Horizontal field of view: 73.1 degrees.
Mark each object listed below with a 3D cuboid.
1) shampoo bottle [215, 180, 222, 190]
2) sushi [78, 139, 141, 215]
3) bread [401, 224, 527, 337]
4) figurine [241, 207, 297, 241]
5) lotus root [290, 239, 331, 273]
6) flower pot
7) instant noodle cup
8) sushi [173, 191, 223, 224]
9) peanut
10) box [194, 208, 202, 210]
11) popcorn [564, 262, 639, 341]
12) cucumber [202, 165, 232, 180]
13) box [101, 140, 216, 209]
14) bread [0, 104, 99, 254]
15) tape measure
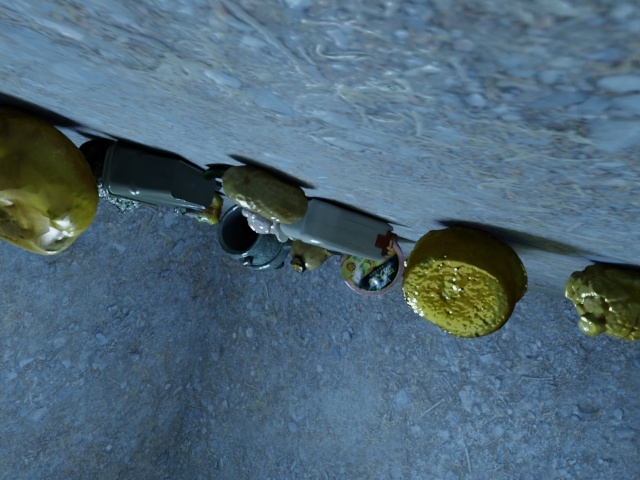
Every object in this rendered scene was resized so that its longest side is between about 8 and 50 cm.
[{"bbox_3d":[-0.369,-0.186,1.329,0.137,0.027,0.048,18,175,-41],"label":"shampoo bottle"},{"bbox_3d":[-0.564,-0.176,1.193,0.126,0.136,0.225,39,165,19],"label":"sushi"},{"bbox_3d":[0.305,0.088,0.938,0.268,0.269,0.146,15,-143,19],"label":"bread"},{"bbox_3d":[-0.163,-0.080,1.400,0.181,0.145,0.256,-8,-170,-36],"label":"figurine"},{"bbox_3d":[0.000,0.000,1.412,0.154,0.257,0.140,6,132,45],"label":"lotus root"},{"bbox_3d":[-0.251,-0.008,1.846,0.298,0.299,0.283,14,171,27],"label":"flower pot"},{"bbox_3d":[0.185,0.068,1.649,0.243,0.244,0.255,15,-174,0],"label":"instant noodle cup"},{"bbox_3d":[-0.495,-0.147,1.763,0.184,0.140,0.274,13,175,-10],"label":"sushi"},{"bbox_3d":[-0.116,-0.096,0.924,0.108,0.095,0.226,9,174,39],"label":"peanut"},{"bbox_3d":[-0.582,-0.198,1.496,0.261,0.116,0.278,12,178,36],"label":"box"},{"bbox_3d":[0.602,0.121,0.872,0.194,0.140,0.163,27,-146,31],"label":"popcorn"},{"bbox_3d":[-0.244,-0.161,1.026,0.036,0.033,0.184,38,165,-31],"label":"cucumber"},{"bbox_3d":[-0.409,-0.159,1.131,0.178,0.139,0.274,9,179,11],"label":"box"},{"bbox_3d":[-0.714,-0.157,1.033,0.394,0.250,0.361,12,143,30],"label":"bread"},{"bbox_3d":[0.037,-0.028,1.211,0.258,0.130,0.265,14,179,-36],"label":"tape measure"}]
